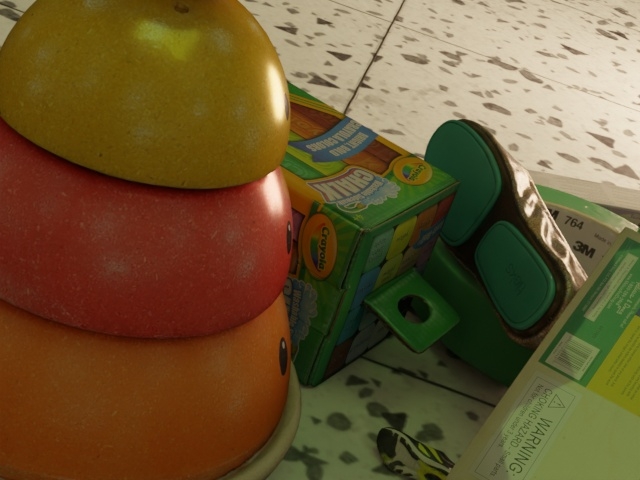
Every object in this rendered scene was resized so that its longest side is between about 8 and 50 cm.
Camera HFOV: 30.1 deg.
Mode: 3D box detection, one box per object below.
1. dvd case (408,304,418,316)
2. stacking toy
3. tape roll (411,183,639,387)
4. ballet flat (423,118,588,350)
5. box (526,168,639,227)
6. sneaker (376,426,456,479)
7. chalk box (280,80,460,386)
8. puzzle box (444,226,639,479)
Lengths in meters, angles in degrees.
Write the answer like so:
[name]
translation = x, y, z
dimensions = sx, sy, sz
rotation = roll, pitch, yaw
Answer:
[dvd case]
translation = 0.155, 0.057, 1.275
dimensions = 0.221, 0.018, 0.164
rotation = 36, 34, 27
[stacking toy]
translation = -0.129, -0.067, 0.840
dimensions = 0.350, 0.480, 0.350
rotation = 14, 29, -8
[tape roll]
translation = 0.248, 0.049, 1.247
dimensions = 0.321, 0.077, 0.321
rotation = 15, 30, -9
[ballet flat]
translation = 0.184, 0.001, 1.136
dimensions = 0.106, 0.107, 0.316
rotation = 25, 30, -30
[box]
translation = 0.341, -0.035, 1.498
dimensions = 0.324, 0.063, 0.067
rotation = 8, 32, -18
[sneaker]
translation = 0.084, 0.186, 1.003
dimensions = 0.083, 0.031, 0.035
rotation = 36, 19, 21
[chalk box]
translation = 0.000, 0.000, 1.114
dimensions = 0.289, 0.179, 0.180
rotation = 31, 31, 21
[puzzle box]
translation = 0.249, 0.189, 0.861
dimensions = 0.272, 0.052, 0.409
rotation = 28, 57, 23
